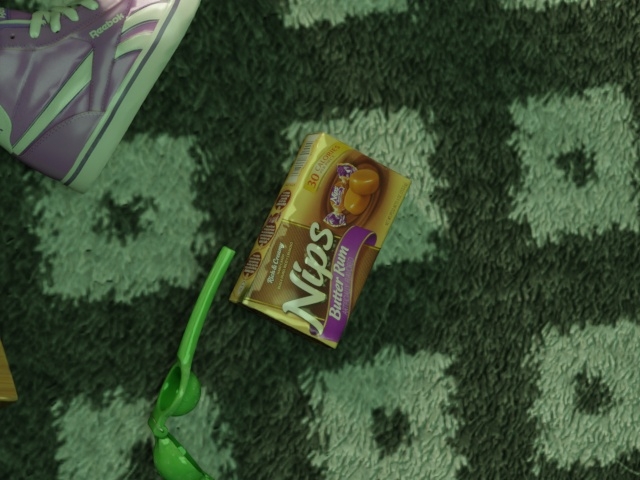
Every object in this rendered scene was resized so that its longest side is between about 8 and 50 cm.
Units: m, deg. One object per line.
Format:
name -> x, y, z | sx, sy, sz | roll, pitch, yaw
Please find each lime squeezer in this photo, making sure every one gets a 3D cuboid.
lime squeezer -> -0.111, 0.165, 1.270 | 0.109, 0.059, 0.310 | -8, 103, 1

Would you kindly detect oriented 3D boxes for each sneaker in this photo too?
sneaker -> -0.211, -0.201, 1.211 | 0.161, 0.102, 0.282 | 32, 81, -16

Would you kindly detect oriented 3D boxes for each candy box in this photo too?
candy box -> 0.000, 0.000, 1.322 | 0.109, 0.053, 0.187 | 28, 81, -19

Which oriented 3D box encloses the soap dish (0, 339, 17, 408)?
soap dish -> -0.406, 0.101, 1.086 | 0.290, 0.229, 0.118 | 7, 78, -21
